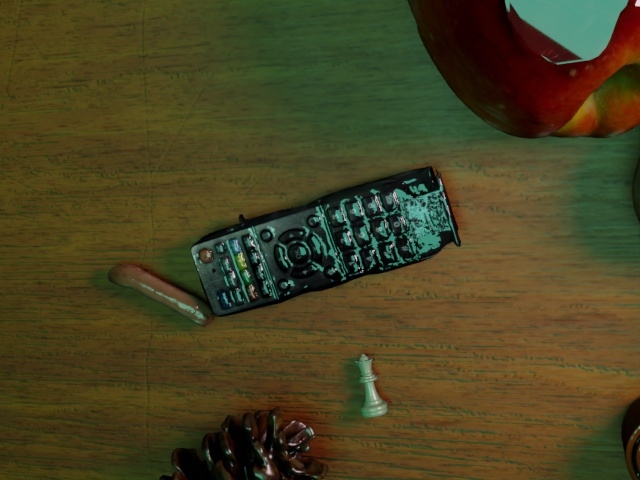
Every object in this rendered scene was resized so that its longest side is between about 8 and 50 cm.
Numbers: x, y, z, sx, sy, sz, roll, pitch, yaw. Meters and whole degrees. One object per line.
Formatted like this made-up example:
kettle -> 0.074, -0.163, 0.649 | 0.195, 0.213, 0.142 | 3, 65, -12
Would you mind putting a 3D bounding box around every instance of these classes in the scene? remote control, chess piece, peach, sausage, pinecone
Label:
remote control -> 0.000, 0.000, 1.170 | 0.398, 0.062, 0.145 | -16, 96, 20
chess piece -> 0.073, 0.216, 1.209 | 0.042, 0.042, 0.093 | -13, 92, 18
peach -> 0.265, -0.299, 0.905 | 0.335, 0.310, 0.406 | -18, 99, 22
sausage -> -0.253, 0.082, 1.273 | 0.186, 0.043, 0.043 | 25, 107, 9
pinecone -> -0.124, 0.385, 1.214 | 0.244, 0.244, 0.309 | 40, 94, 5

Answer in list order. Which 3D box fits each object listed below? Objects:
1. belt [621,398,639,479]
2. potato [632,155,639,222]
belt -> 0.532, 0.300, 1.059 | 0.261, 0.105, 0.184 | 34, 107, 8
potato -> 0.464, -0.084, 0.966 | 0.159, 0.174, 0.251 | 22, 121, 8
